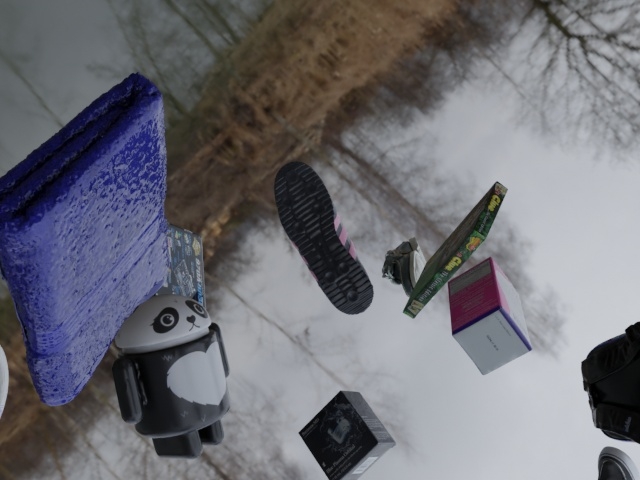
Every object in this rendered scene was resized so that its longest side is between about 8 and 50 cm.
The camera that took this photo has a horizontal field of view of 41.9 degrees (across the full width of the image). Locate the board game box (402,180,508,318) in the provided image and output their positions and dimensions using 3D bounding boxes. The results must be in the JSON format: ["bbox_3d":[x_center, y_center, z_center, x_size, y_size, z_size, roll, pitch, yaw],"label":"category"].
[{"bbox_3d":[0.227,0.021,1.427,0.136,0.030,0.259,-60,-178,-40],"label":"board game box"}]

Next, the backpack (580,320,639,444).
[{"bbox_3d":[0.698,0.312,1.798,0.263,0.213,0.276,-29,-120,60],"label":"backpack"}]

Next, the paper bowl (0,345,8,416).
[{"bbox_3d":[-0.747,0.299,1.604,0.284,0.148,0.284,9,90,-73],"label":"paper bowl"}]

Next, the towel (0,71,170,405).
[{"bbox_3d":[-0.237,0.004,0.846,0.227,0.076,0.308,-58,168,-38],"label":"towel"}]

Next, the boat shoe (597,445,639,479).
[{"bbox_3d":[0.582,0.513,1.659,0.080,0.228,0.076,13,-140,36],"label":"boat shoe"}]

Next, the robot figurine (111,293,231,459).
[{"bbox_3d":[-0.249,0.230,1.431,0.174,0.278,0.209,-12,-175,-4],"label":"robot figurine"}]

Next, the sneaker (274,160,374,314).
[{"bbox_3d":[0.000,0.000,1.634,0.112,0.318,0.131,-24,177,-1],"label":"sneaker"}]

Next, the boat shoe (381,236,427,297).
[{"bbox_3d":[0.194,0.077,1.919,0.099,0.116,0.319,-22,-168,10],"label":"boat shoe"}]

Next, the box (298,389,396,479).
[{"bbox_3d":[0.060,0.458,1.935,0.156,0.158,0.093,-48,148,15],"label":"box"}]

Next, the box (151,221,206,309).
[{"bbox_3d":[-0.294,0.076,1.628,0.051,0.220,0.175,-14,161,24],"label":"box"}]

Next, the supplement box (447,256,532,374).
[{"bbox_3d":[0.327,0.143,1.637,0.114,0.111,0.220,-33,-163,20],"label":"supplement box"}]
